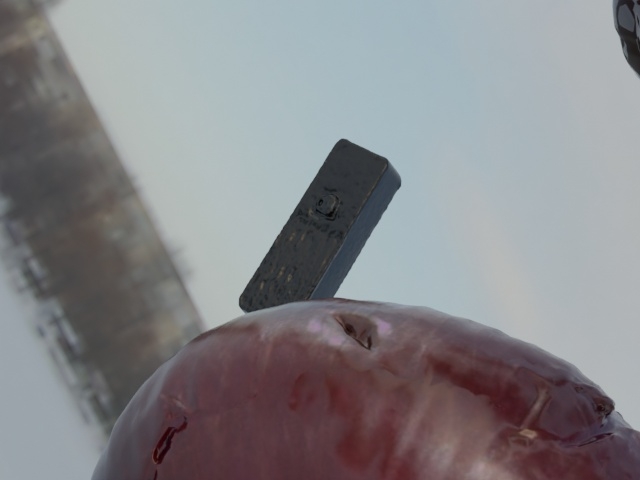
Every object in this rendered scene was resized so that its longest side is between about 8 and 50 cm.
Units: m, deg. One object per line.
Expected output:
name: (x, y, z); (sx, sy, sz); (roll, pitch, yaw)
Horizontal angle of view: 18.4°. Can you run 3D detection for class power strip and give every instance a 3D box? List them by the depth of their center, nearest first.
power strip: (0.000, 0.000, 1.043); (0.038, 0.111, 0.029); (26, -12, 26)

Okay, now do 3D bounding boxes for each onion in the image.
onion: (0.055, 0.175, 0.972); (0.347, 0.285, 0.348); (16, -57, 26)

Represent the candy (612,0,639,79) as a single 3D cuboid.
candy: (0.221, -0.047, 0.644); (0.214, 0.157, 0.289); (10, -34, 52)
